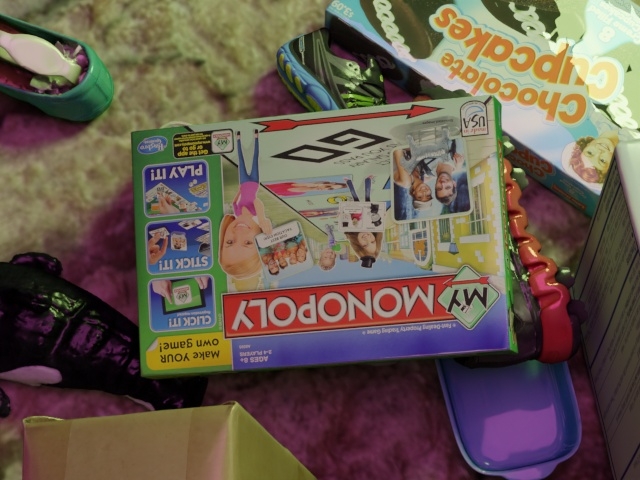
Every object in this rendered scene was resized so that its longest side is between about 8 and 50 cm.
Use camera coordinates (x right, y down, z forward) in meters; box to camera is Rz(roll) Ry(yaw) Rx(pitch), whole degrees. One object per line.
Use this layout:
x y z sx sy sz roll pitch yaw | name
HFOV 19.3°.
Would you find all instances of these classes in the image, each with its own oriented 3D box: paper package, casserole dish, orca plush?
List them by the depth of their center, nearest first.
-0.105 0.314 1.429 0.168 0.309 0.325 -6 69 11 | paper package
-0.240 0.086 1.627 0.287 0.102 0.151 35 72 10 | orca plush
0.161 0.126 1.663 0.114 0.037 0.188 -11 71 -6 | casserole dish

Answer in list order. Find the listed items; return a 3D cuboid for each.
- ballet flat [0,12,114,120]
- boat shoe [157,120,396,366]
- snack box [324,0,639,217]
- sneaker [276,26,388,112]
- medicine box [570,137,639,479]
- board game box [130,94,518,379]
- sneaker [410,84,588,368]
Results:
-0.306 -0.183 1.736 0.247 0.087 0.083 20 70 6 | ballet flat
-0.040 0.005 1.670 0.302 0.094 0.109 33 72 10 | boat shoe
0.185 -0.183 1.768 0.322 0.060 0.187 35 72 10 | snack box
0.039 -0.125 1.737 0.078 0.067 0.188 -38 73 -11 | sneaker
0.321 0.095 1.546 0.149 0.263 0.289 -8 64 -6 | medicine box
0.000 0.000 1.581 0.317 0.046 0.214 -5 81 14 | board game box
0.120 -0.008 1.638 0.135 0.098 0.276 -18 72 -14 | sneaker
